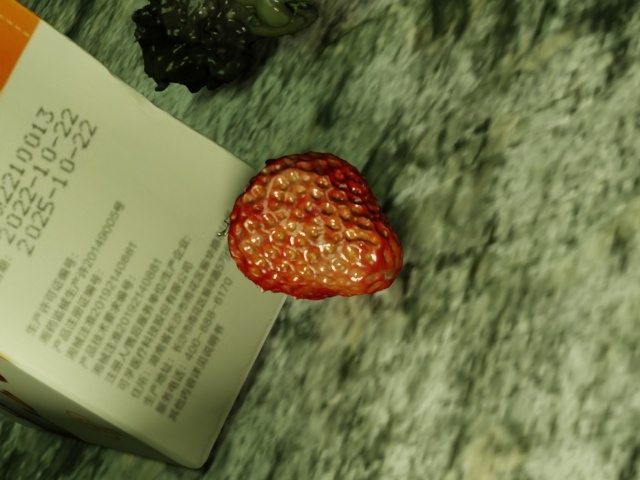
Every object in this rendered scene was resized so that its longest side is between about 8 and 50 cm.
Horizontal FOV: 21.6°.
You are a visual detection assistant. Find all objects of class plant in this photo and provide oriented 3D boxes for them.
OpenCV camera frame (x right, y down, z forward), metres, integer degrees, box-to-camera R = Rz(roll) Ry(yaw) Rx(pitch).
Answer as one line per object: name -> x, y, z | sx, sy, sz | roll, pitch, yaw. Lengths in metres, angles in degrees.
plant -> -0.047, -0.138, 0.964 | 0.174, 0.087, 0.085 | -24, 70, 53

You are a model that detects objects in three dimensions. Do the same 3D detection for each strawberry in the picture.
strawberry -> 0.000, 0.000, 0.743 | 0.073, 0.073, 0.083 | -52, 51, 7

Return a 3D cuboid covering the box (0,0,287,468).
box -> -0.204, -0.037, 0.804 | 0.225, 0.341, 0.143 | 0, 60, 58
